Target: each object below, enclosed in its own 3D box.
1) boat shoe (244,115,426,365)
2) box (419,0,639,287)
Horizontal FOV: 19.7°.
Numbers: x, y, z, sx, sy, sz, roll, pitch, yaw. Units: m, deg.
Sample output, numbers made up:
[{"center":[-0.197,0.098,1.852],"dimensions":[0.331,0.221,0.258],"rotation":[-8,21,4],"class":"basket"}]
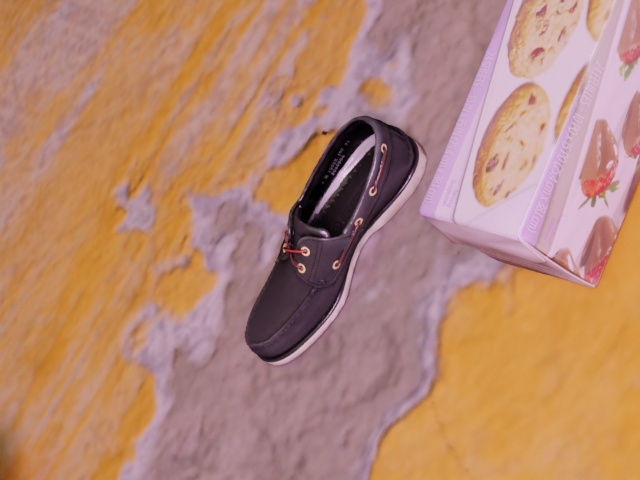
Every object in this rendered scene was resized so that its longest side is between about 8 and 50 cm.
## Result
[{"center":[-0.001,-0.001,0.895],"dimensions":[0.049,0.042,0.133],"rotation":[40,100,45],"class":"boat shoe"},{"center":[0.142,-0.140,0.813],"dimensions":[0.067,0.063,0.324],"rotation":[18,82,46],"class":"box"}]
